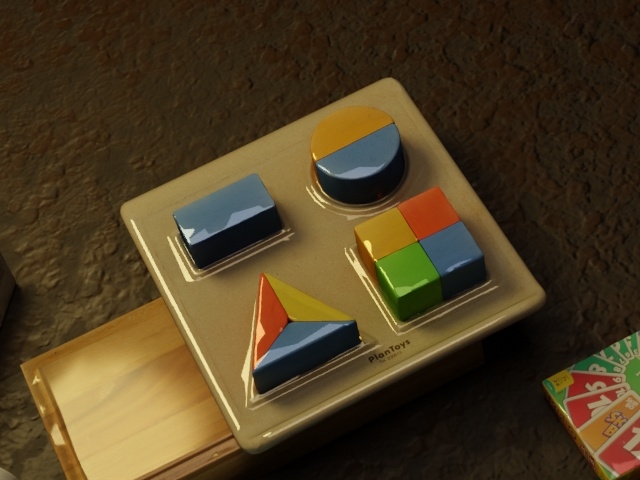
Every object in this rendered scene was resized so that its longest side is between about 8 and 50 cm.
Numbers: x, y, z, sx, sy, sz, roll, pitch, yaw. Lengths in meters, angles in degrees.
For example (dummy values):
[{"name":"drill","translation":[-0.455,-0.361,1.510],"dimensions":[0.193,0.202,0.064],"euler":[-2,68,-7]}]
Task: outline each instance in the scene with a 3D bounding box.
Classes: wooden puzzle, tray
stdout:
[{"name":"wooden puzzle","translation":[0.000,0.000,1.516],"dimensions":[0.322,0.080,0.348],"euler":[-27,54,-7]},{"name":"tray","translation":[-0.069,0.121,1.539],"dimensions":[0.411,0.076,0.203],"euler":[-27,53,-6]}]

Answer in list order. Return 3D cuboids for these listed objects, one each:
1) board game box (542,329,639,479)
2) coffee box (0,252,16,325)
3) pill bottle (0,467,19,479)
[{"name":"board game box","translation":[0.352,0.127,1.470],"dimensions":[0.259,0.039,0.124],"euler":[-25,54,-10]},{"name":"coffee box","translation":[-0.442,0.128,1.584],"dimensions":[0.168,0.119,0.297],"euler":[4,55,13]},{"name":"pill bottle","translation":[-0.348,0.309,1.434],"dimensions":[0.118,0.117,0.208],"euler":[5,56,16]}]
